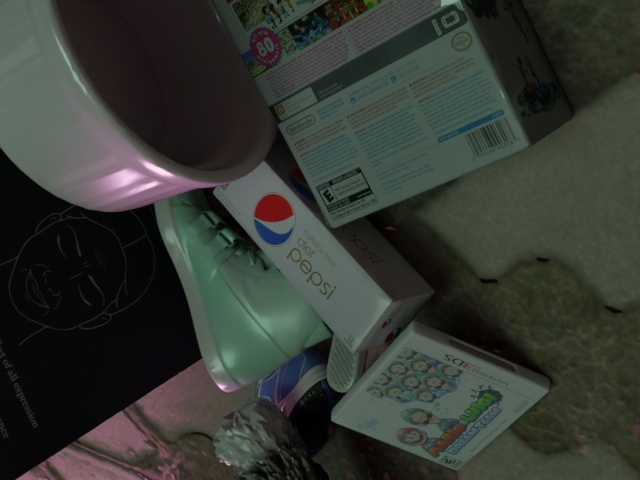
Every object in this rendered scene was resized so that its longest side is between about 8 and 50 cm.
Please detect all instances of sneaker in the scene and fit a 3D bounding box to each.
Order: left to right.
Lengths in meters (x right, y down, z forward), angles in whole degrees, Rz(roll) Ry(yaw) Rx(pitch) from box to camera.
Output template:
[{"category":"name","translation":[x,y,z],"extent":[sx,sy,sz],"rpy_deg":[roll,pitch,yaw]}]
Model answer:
[{"category":"sneaker","translation":[-0.070,0.009,1.104],"extent":[0.151,0.094,0.256],"rpy_deg":[-24,73,9]},{"category":"sneaker","translation":[-0.035,0.182,1.165],"extent":[0.081,0.080,0.211],"rpy_deg":[62,139,30]},{"category":"sneaker","translation":[0.052,0.083,1.056],"extent":[0.051,0.070,0.134],"rpy_deg":[15,91,43]}]

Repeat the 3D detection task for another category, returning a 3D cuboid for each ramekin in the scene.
[{"category":"ramekin","translation":[-0.172,-0.159,0.938],"extent":[0.135,0.277,0.277],"rpy_deg":[-21,97,32]}]

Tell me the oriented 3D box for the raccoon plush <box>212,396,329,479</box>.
[{"category":"raccoon plush","translation":[0.100,0.340,0.997],"extent":[0.299,0.216,0.446],"rpy_deg":[-18,115,37]}]

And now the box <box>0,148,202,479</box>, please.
[{"category":"box","translation":[-0.332,0.064,1.113],"extent":[0.212,0.395,0.293],"rpy_deg":[-16,100,44]}]

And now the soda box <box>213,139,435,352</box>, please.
[{"category":"soda box","translation":[0.000,0.000,1.001],"extent":[0.216,0.074,0.069],"rpy_deg":[47,120,24]}]

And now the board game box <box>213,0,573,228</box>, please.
[{"category":"board game box","translation":[0.038,-0.187,0.893],"extent":[0.224,0.097,0.303],"rpy_deg":[-21,99,42]}]

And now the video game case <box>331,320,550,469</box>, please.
[{"category":"video game case","translation":[0.107,0.148,1.006],"extent":[0.143,0.019,0.157],"rpy_deg":[24,133,-14]}]
